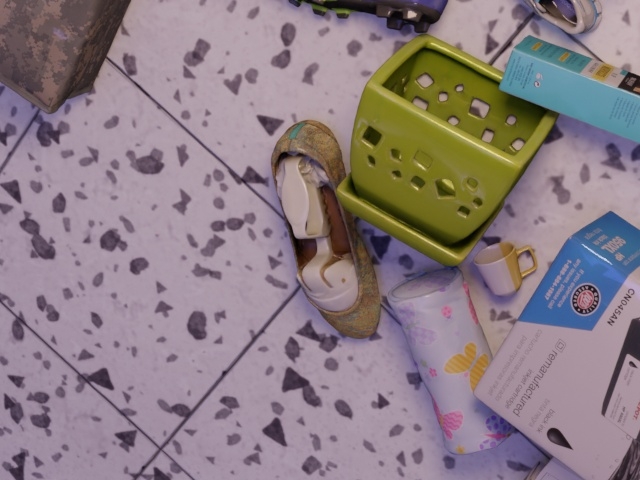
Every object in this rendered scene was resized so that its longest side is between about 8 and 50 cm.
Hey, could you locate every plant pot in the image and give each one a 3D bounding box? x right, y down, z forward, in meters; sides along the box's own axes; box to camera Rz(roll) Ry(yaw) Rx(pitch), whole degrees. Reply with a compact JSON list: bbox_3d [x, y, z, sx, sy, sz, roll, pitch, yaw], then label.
[{"bbox_3d":[0.160,-0.113,1.718,0.227,0.228,0.207,29,125,10],"label":"plant pot"}]

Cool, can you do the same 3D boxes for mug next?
[{"bbox_3d":[0.263,0.044,1.824,0.078,0.062,0.064,-11,113,33],"label":"mug"}]

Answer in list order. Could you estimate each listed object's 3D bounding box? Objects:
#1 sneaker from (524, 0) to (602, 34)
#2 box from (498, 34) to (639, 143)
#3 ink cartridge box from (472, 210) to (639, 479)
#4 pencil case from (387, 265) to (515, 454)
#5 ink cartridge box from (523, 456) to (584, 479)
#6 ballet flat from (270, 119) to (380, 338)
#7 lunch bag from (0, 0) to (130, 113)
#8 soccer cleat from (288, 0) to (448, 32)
[{"bbox_3d":[0.279,-0.334,1.659,0.190,0.083,0.071,40,121,6],"label":"sneaker"},{"bbox_3d":[0.362,-0.190,1.668,0.244,0.100,0.060,23,116,13],"label":"box"},{"bbox_3d":[0.448,0.195,1.703,0.395,0.166,0.285,37,118,19],"label":"ink cartridge box"},{"bbox_3d":[0.190,0.175,1.870,0.124,0.113,0.273,6,120,67],"label":"pencil case"},{"bbox_3d":[0.426,0.420,1.847,0.296,0.066,0.261,32,140,8],"label":"ink cartridge box"},{"bbox_3d":[0.000,0.000,1.884,0.123,0.123,0.349,-6,107,24],"label":"ballet flat"},{"bbox_3d":[-0.443,-0.366,1.899,0.287,0.169,0.235,32,119,3],"label":"lunch bag"},{"bbox_3d":[0.044,-0.367,1.757,0.289,0.093,0.121,17,85,21],"label":"soccer cleat"}]
